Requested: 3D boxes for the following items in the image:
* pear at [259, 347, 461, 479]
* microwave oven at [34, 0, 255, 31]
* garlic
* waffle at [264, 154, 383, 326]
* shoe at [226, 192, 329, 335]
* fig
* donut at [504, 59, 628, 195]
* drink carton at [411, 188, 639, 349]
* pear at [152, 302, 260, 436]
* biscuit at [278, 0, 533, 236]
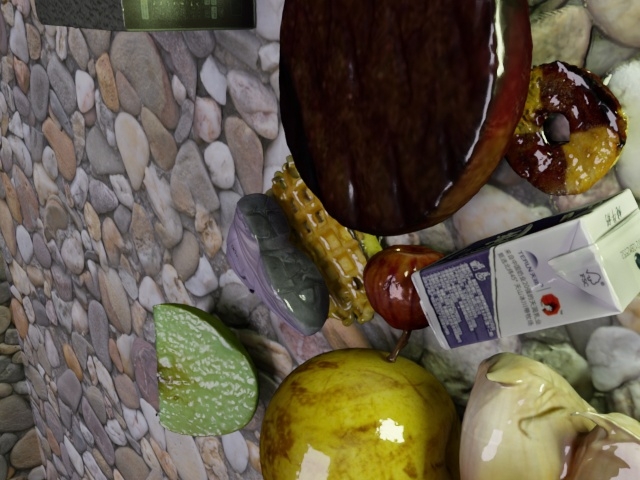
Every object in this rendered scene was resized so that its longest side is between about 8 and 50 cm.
[{"bbox_3d":[0.058,0.278,0.828,0.281,0.281,0.280,19,118,41],"label":"pear"},{"bbox_3d":[-0.293,-0.552,0.907,0.375,0.236,0.431,21,119,42],"label":"microwave oven"},{"bbox_3d":[0.264,0.293,0.649,0.286,0.250,0.312,178,103,-74],"label":"garlic"},{"bbox_3d":[-0.003,0.001,0.941,0.281,0.060,0.262,26,125,42],"label":"waffle"},{"bbox_3d":[-0.079,0.055,0.941,0.245,0.095,0.137,60,144,23],"label":"shoe"},{"bbox_3d":[0.121,0.070,0.782,0.128,0.129,0.150,-40,55,47],"label":"fig"},{"bbox_3d":[0.255,-0.118,0.625,0.141,0.059,0.140,19,119,40],"label":"donut"},{"bbox_3d":[0.233,0.036,0.652,0.222,0.134,0.101,-24,86,48],"label":"drink carton"},{"bbox_3d":[-0.207,0.259,1.211,0.239,0.139,0.287,11,109,28],"label":"pear"},{"bbox_3d":[0.079,-0.208,0.722,0.407,0.091,0.406,20,114,54],"label":"biscuit"}]
